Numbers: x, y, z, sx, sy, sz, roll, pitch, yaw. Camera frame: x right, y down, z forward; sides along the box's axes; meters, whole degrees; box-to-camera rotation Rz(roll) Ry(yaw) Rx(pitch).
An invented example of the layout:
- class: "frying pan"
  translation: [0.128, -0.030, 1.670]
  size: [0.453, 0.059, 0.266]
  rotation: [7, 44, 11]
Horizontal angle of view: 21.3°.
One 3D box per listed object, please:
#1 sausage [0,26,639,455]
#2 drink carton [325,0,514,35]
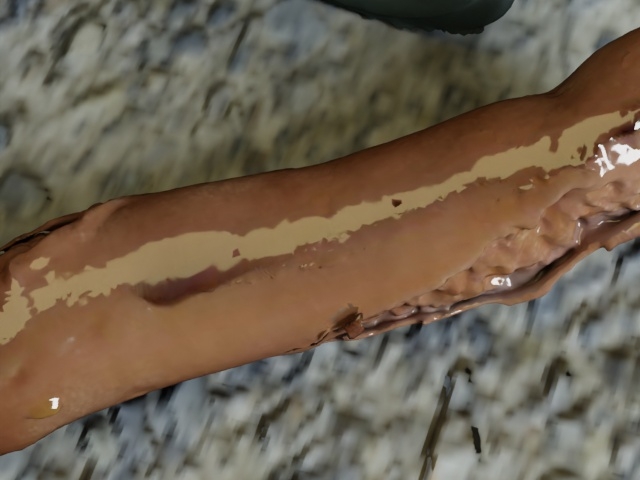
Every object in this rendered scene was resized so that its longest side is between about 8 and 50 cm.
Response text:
- class: "sausage"
  translation: [0.000, 0.000, 0.576]
  size: [0.304, 0.078, 0.078]
  rotation: [-18, 58, -2]
- class: "drink carton"
  translation: [0.046, -0.200, 0.628]
  size: [0.191, 0.185, 0.189]
  rotation: [20, 66, 16]
